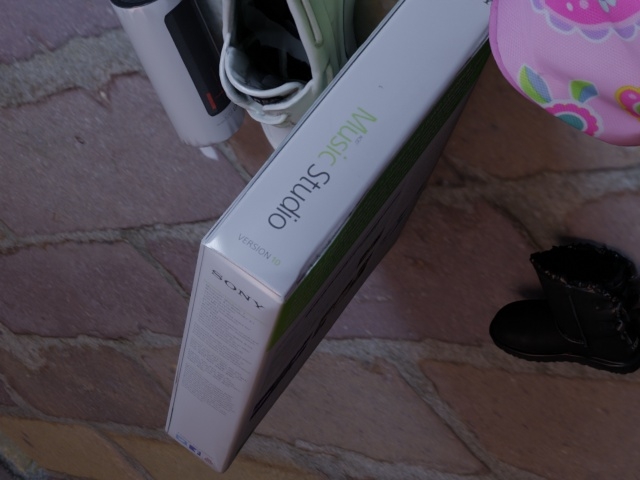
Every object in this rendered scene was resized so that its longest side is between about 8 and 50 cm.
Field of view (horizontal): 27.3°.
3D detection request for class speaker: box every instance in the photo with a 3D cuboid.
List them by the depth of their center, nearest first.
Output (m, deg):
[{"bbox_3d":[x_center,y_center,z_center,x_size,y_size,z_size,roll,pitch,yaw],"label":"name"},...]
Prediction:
[{"bbox_3d":[-0.100,-0.131,0.939,0.055,0.055,0.136,20,148,35],"label":"speaker"}]

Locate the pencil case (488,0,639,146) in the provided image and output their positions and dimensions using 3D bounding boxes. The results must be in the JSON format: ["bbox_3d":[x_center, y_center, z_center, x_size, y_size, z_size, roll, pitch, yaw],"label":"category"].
[{"bbox_3d":[0.182,-0.125,0.509,0.124,0.124,0.284,43,155,-8],"label":"pencil case"}]

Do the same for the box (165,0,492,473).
[{"bbox_3d":[0.000,0.000,0.817,0.058,0.232,0.322,35,154,6],"label":"box"}]

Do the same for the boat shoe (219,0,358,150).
[{"bbox_3d":[-0.027,-0.118,0.829,0.095,0.084,0.258,28,152,20],"label":"boat shoe"}]

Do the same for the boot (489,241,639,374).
[{"bbox_3d":[0.162,0.042,0.891,0.121,0.045,0.099,11,146,32],"label":"boot"}]
